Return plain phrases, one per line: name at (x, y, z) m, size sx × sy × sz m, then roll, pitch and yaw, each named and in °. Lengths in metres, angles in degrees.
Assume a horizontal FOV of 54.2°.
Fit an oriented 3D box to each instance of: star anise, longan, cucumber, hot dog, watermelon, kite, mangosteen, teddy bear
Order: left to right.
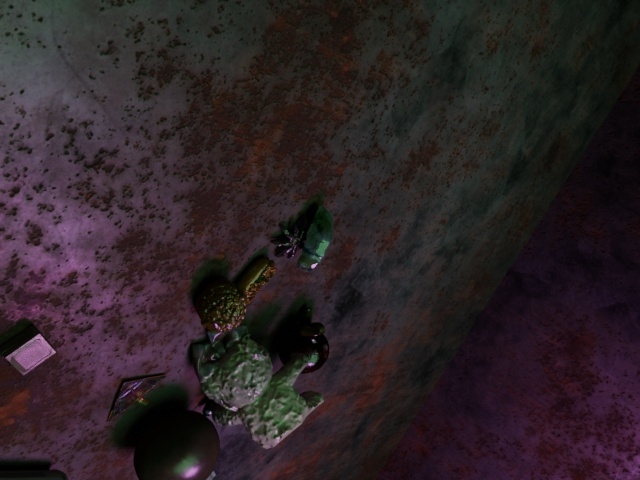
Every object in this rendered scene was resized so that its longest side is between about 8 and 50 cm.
kite at (-0.479, 0.398, 1.617) m, size 0.190 × 0.010 × 0.159 m, roll -37°, pitch 147°, yaw -20°
longan at (-0.389, 0.585, 1.723) m, size 0.245 × 0.215 × 0.246 m, roll -11°, pitch 117°, yaw -23°
cucumber at (-0.276, 0.449, 1.888) m, size 0.250 × 0.056 × 0.056 m, roll -43°, pitch 147°, yaw -15°
hot dog at (-0.189, 0.124, 1.673) m, size 0.188 × 0.055 × 0.072 m, roll -52°, pitch 150°, yaw -2°
teddy bear at (-0.190, 0.412, 1.829) m, size 0.327 × 0.362 × 0.375 m, roll -39°, pitch 172°, yaw 2°
star anise at (-0.075, -0.002, 1.709) m, size 0.141 × 0.042 × 0.141 m, roll -32°, pitch 144°, yaw -27°
mangosteen at (-0.052, 0.327, 1.957) m, size 0.172 × 0.172 × 0.184 m, roll -25°, pitch 135°, yaw -37°
watermelon at (0.000, 0.000, 1.748) m, size 0.139 × 0.071 × 0.187 m, roll -12°, pitch 123°, yaw -83°

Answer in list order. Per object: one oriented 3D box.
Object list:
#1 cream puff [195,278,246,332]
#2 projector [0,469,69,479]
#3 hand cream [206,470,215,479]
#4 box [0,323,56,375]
cream puff at (-0.248, 0.170, 1.579) m, size 0.126 × 0.103 × 0.144 m, roll 0°, pitch 117°, yaw -21°
projector at (-0.720, 0.563, 1.383) m, size 0.108 × 0.108 × 0.337 m, roll -53°, pitch 148°, yaw 1°
hand cream at (-0.433, 0.841, 2.078) m, size 0.205 × 0.049 × 0.078 m, roll -40°, pitch 144°, yaw -26°
box at (-0.597, 0.225, 1.272) m, size 0.083 × 0.035 × 0.079 m, roll -37°, pitch 145°, yaw -22°
